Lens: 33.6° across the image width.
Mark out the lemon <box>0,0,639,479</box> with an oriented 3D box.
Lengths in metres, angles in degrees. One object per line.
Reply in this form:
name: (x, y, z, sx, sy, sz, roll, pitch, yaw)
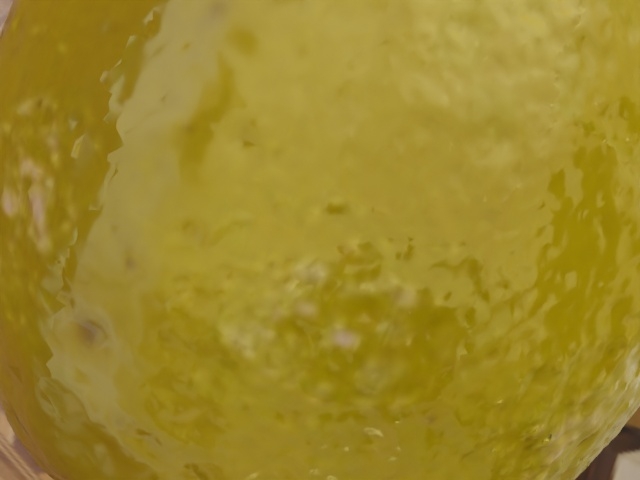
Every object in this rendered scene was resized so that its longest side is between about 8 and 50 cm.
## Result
lemon: (0.000, 0.000, 0.507, 0.364, 0.364, 0.364, -14, 111, -41)
